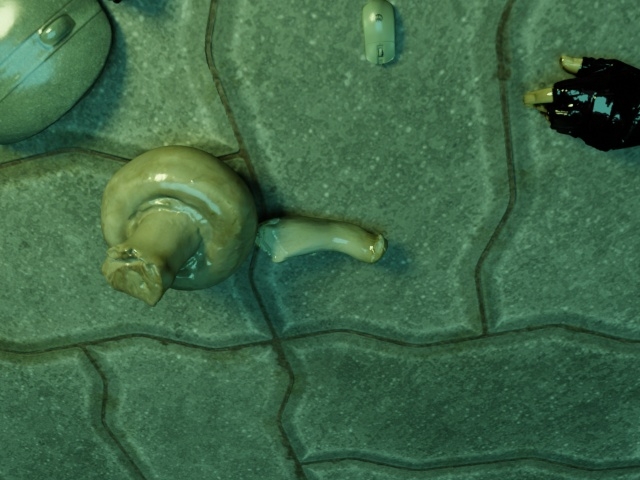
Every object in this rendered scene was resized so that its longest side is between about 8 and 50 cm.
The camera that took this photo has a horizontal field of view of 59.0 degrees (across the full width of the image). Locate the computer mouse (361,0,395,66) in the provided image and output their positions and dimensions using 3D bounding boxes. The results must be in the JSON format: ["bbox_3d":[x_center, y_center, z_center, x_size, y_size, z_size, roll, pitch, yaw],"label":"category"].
[{"bbox_3d":[0.099,-0.342,0.945,0.055,0.032,0.110,-4,124,7],"label":"computer mouse"}]

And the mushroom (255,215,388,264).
[{"bbox_3d":[-0.001,-0.002,1.149,0.277,0.096,0.099,3,126,-3],"label":"mushroom"}]

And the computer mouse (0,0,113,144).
[{"bbox_3d":[-0.521,-0.289,0.974,0.373,0.114,0.203,-33,115,22],"label":"computer mouse"}]

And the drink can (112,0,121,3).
[{"bbox_3d":[-0.406,-0.459,0.862,0.235,0.097,0.097,24,122,-13],"label":"drink can"}]

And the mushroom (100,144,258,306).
[{"bbox_3d":[-0.264,-0.014,1.037,0.297,0.290,0.298,3,126,3],"label":"mushroom"}]

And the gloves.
[{"bbox_3d":[0.449,-0.230,0.957,0.203,0.124,0.165,-5,106,-2],"label":"gloves"}]
